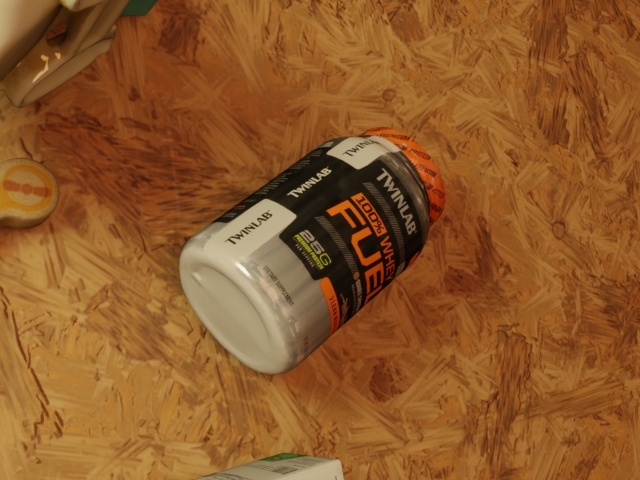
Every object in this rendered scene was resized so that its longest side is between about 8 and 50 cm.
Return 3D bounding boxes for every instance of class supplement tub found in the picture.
[{"bbox_3d":[0.000,0.000,1.092,0.338,0.207,0.207,-39,101,-30],"label":"supplement tub"}]

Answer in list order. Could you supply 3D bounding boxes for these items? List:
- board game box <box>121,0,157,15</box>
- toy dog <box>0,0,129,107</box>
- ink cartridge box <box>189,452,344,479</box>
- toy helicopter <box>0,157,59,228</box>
[{"bbox_3d":[-0.387,-0.398,1.014,0.336,0.079,0.254,-15,88,-32],"label":"board game box"},{"bbox_3d":[-0.404,-0.326,0.796,0.408,0.284,0.395,48,57,-7],"label":"toy dog"},{"bbox_3d":[-0.091,0.328,1.007,0.208,0.153,0.087,-8,86,-31],"label":"ink cartridge box"},{"bbox_3d":[-0.452,-0.022,0.897,0.355,0.140,0.235,-29,87,-42],"label":"toy helicopter"}]
